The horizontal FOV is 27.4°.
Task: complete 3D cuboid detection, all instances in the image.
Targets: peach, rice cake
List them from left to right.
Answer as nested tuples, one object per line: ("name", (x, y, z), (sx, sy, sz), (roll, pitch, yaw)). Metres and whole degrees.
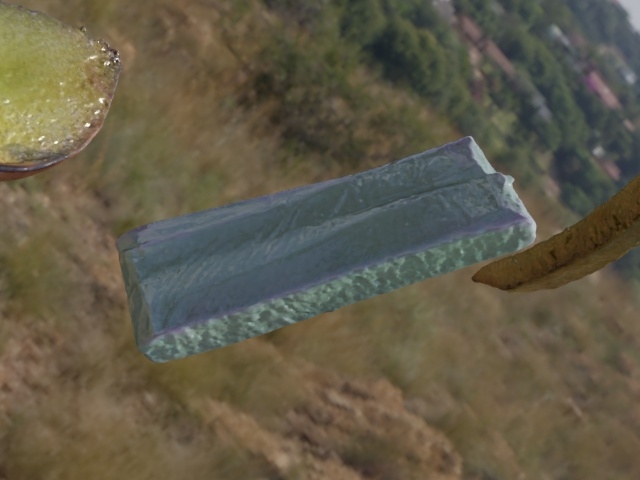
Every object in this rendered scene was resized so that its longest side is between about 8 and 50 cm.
("peach", (-0.301, -0.140, 1.241), (0.279, 0.068, 0.189), (-21, 80, -51))
("rice cake", (0.001, 0.000, 0.717), (0.042, 0.221, 0.080), (75, -3, -50))

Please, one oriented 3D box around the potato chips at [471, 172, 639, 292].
("potato chips", (0.312, -0.021, 1.436), (0.057, 0.407, 0.080), (0, 61, -36))
